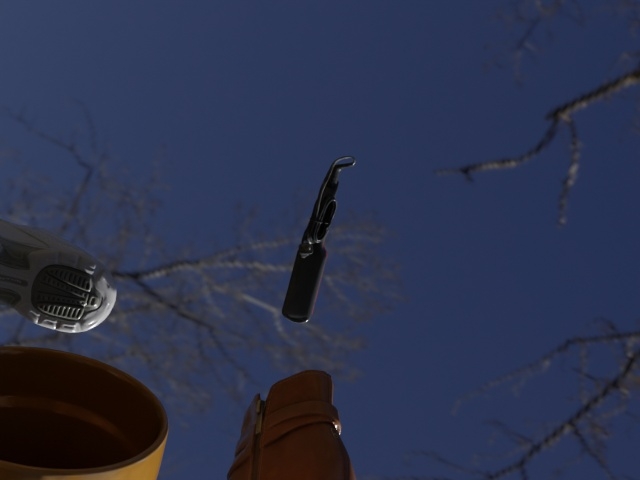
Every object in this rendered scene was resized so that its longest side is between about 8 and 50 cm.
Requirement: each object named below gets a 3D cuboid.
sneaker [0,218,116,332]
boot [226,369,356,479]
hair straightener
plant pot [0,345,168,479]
[{"bbox_3d":[-0.302,0.016,1.326,0.090,0.232,0.115,-65,-167,6],"label":"sneaker"},{"bbox_3d":[-0.080,0.272,1.490,0.283,0.109,0.220,-37,-136,34],"label":"boot"},{"bbox_3d":[0.000,0.000,1.871,0.089,0.047,0.230,-69,180,-80],"label":"hair straightener"},{"bbox_3d":[-0.242,0.216,1.194,0.205,0.205,0.188,44,-54,55],"label":"plant pot"}]
